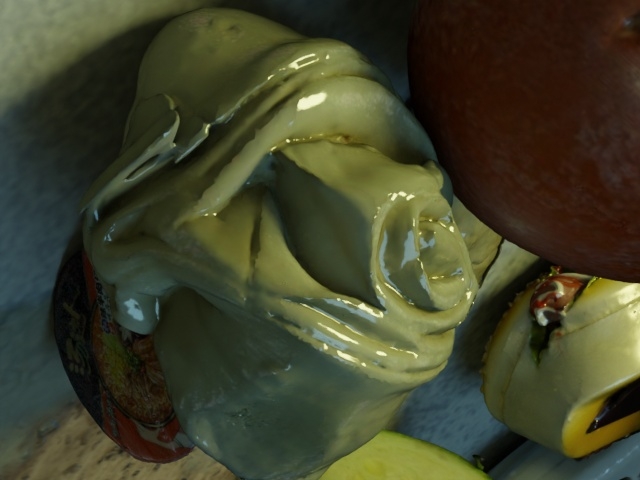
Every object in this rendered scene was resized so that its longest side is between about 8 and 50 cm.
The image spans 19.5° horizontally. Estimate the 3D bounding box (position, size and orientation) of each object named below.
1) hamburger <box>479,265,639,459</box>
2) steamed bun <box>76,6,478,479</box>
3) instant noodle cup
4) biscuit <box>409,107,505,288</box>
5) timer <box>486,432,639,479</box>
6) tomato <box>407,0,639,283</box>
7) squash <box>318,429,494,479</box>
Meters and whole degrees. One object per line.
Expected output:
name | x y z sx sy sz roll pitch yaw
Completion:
hamburger | 0.212 0.071 1.364 0.210 0.116 0.173 -17 147 -43
steamed bun | -0.001 -0.002 0.899 0.211 0.144 0.218 49 47 -37
instant noodle cup | -0.058 0.041 1.027 0.136 0.127 0.127 -24 145 -42
biscuit | 0.065 0.015 1.193 0.141 0.038 0.289 -20 142 -33
timer | 0.217 0.229 1.578 0.237 0.087 0.262 -33 147 -16
tomato | 0.179 -0.101 0.977 0.265 0.265 0.265 -29 146 -21
squash | 0.002 0.269 1.357 0.203 0.111 0.288 17 118 -17
